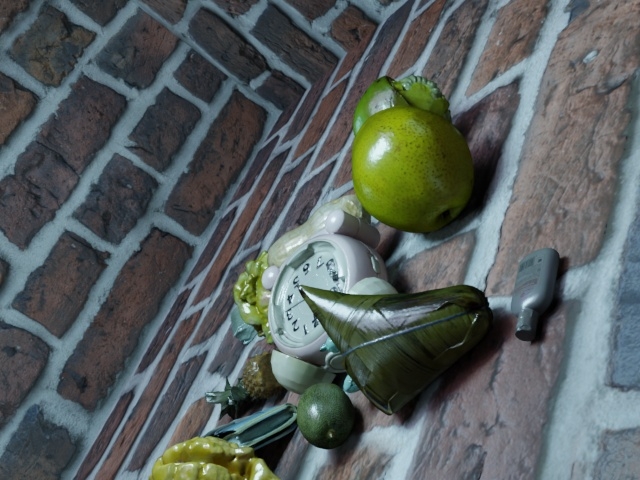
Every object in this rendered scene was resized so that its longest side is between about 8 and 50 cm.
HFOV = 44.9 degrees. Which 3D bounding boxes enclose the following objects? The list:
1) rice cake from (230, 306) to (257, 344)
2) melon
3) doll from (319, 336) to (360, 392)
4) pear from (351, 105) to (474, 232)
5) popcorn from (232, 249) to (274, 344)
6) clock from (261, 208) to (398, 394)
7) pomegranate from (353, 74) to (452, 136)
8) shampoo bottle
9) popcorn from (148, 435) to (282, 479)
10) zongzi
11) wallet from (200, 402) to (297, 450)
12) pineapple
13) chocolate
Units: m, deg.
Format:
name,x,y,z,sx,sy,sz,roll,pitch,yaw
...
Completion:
name,x,y,z,sx,sy,sz,roll,pitch,yaw
rice cake,-0.239,0.255,2.415,0.069,0.063,0.206,-46,19,4
melon,0.010,0.342,1.506,0.114,0.114,0.167,-51,17,8
doll,0.081,0.216,1.488,0.159,0.159,0.059,-62,-10,7
pear,0.200,-0.152,1.695,0.294,0.294,0.294,-47,18,21
popcorn,-0.131,0.145,2.116,0.259,0.212,0.259,-46,12,12
clock,0.020,0.142,1.695,0.342,0.184,0.326,-46,34,30
pomegranate,0.219,-0.291,1.982,0.260,0.260,0.340,-51,-12,7
shampoo bottle,0.341,0.087,1.244,0.080,0.040,0.165,-33,27,47
popcorn,-0.203,0.502,1.533,0.332,0.265,0.225,-10,38,41
zongzi,0.120,0.118,1.373,0.286,0.300,0.138,-46,-18,21
wallet,-0.177,0.442,1.776,0.176,0.075,0.250,-21,-7,-37
pineapple,-0.187,0.369,1.978,0.277,0.119,0.130,-39,41,44
chocolate,0.000,0.000,1.867,0.309,0.134,0.134,-38,22,21
